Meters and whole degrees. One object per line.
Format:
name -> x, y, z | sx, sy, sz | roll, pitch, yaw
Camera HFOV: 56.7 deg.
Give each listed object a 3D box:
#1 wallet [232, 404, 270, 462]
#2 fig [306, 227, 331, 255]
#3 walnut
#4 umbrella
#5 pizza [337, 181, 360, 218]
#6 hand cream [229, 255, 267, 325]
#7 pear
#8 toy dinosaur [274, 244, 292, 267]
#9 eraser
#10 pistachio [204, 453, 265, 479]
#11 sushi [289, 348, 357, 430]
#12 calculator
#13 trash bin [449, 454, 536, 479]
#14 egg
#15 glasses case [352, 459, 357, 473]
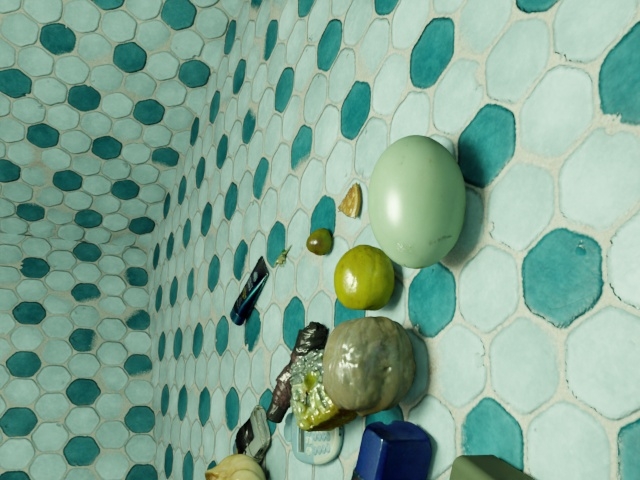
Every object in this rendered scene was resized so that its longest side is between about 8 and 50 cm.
wallet -> -0.244, 0.694, 2.035 | 0.231, 0.069, 0.170 | -61, 30, 34
fig -> 0.000, 0.000, 1.743 | 0.074, 0.074, 0.088 | -26, 34, 58
walnut -> 0.108, 0.277, 1.311 | 0.224, 0.224, 0.224 | -25, 62, 59
umbrella -> -0.073, 0.385, 1.715 | 0.094, 0.090, 0.326 | -112, 47, -84
pizza -> 0.092, -0.112, 1.645 | 0.100, 0.029, 0.099 | 30, 101, 58
hand cream -> -0.262, 0.194, 2.223 | 0.271, 0.061, 0.120 | -60, 29, 23
pear -> 0.106, 0.093, 1.429 | 0.149, 0.148, 0.162 | -24, 54, 59
toy dinosaur -> -0.130, 0.048, 2.029 | 0.060, 0.029, 0.120 | -90, 26, -53
eraser -> 0.137, 0.554, 1.250 | 0.101, 0.155, 0.332 | 21, 101, 60
pistachio -> -0.280, 0.822, 1.898 | 0.321, 0.238, 0.229 | -61, -2, 41
sushi -> 0.025, 0.373, 1.506 | 0.274, 0.139, 0.184 | -40, 51, 35
calculator -> -0.025, 0.535, 1.682 | 0.302, 0.042, 0.188 | -23, 64, 58
trash bin -> 0.316, 0.471, 0.964 | 0.240, 0.122, 0.164 | 22, 102, 64
egg -> 0.199, -0.081, 1.232 | 0.203, 0.202, 0.283 | -24, 61, 59
glasses case -> 0.114, 0.603, 1.392 | 0.067, 0.045, 0.179 | -55, 38, 42
